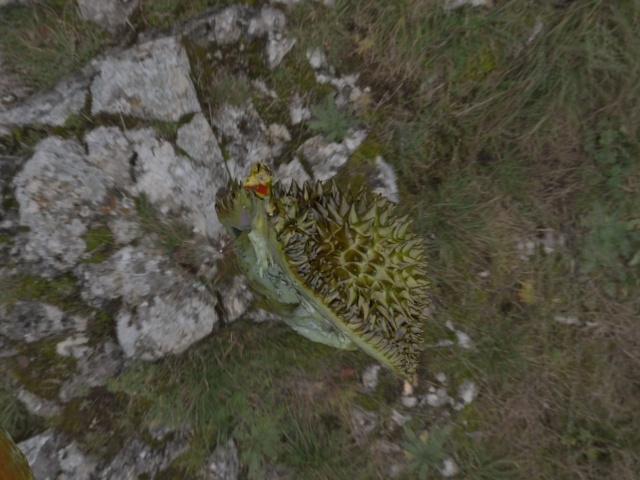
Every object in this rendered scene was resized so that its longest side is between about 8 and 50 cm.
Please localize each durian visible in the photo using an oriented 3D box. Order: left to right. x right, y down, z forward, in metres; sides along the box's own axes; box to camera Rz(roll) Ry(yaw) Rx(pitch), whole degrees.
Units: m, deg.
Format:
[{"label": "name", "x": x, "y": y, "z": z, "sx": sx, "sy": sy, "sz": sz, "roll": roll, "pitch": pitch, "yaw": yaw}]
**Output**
[{"label": "durian", "x": 0.000, "y": 0.000, "z": 0.484, "sx": 0.146, "sy": 0.208, "sz": 0.102, "roll": 29, "pitch": 78, "yaw": 33}]

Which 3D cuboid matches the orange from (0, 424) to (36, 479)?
[{"label": "orange", "x": -0.253, "y": 0.239, "z": 0.382, "sx": 0.263, "sy": 0.334, "sz": 0.196, "roll": -32, "pitch": 112, "yaw": 12}]
